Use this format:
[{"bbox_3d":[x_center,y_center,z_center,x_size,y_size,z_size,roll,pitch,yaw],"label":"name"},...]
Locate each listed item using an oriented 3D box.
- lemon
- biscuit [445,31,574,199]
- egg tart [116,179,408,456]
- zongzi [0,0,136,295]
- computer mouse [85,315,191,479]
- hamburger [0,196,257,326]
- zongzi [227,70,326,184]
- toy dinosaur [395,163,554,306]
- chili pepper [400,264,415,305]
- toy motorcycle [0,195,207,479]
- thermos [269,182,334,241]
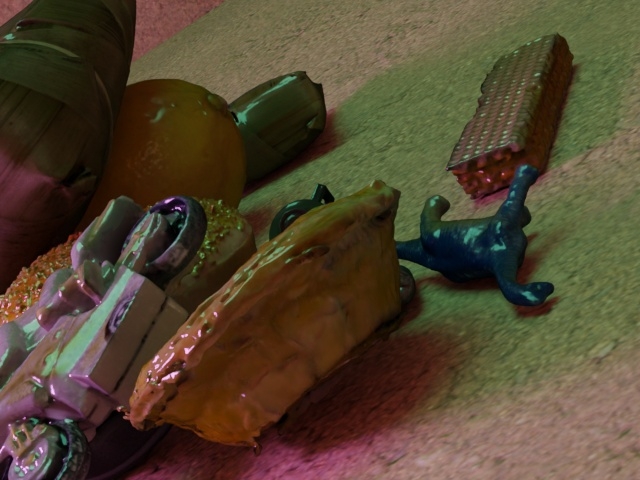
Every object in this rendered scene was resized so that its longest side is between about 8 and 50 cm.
[{"bbox_3d":[-0.214,-0.076,2.218,0.263,0.236,0.236,-24,16,34],"label":"lemon"},{"bbox_3d":[0.218,-0.143,1.969,0.094,0.054,0.378,-23,17,22],"label":"biscuit"},{"bbox_3d":[-0.026,0.080,1.497,0.315,0.120,0.315,-40,-6,-5],"label":"egg tart"},{"bbox_3d":[-0.379,-0.066,2.140,0.500,0.218,0.467,-52,5,33],"label":"zongzi"},{"bbox_3d":[-0.174,0.157,1.680,0.231,0.071,0.126,-43,24,0],"label":"computer mouse"},{"bbox_3d":[-0.196,0.062,1.860,0.302,0.170,0.302,-28,15,8],"label":"hamburger"},{"bbox_3d":[-0.093,-0.153,2.484,0.228,0.115,0.256,-33,9,7],"label":"zongzi"},{"bbox_3d":[0.121,0.022,1.612,0.248,0.075,0.188,-12,30,33],"label":"toy dinosaur"},{"bbox_3d":[0.065,0.046,1.681,0.050,0.041,0.153,-9,1,4],"label":"chili pepper"},{"bbox_3d":[-0.226,0.102,1.627,0.223,0.108,0.340,-3,53,50],"label":"toy motorcycle"},{"bbox_3d":[0.001,0.005,1.697,0.083,0.073,0.187,-44,-16,-1],"label":"thermos"}]
